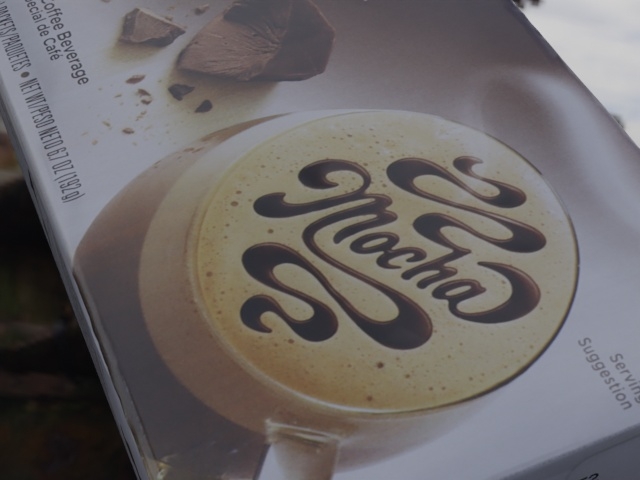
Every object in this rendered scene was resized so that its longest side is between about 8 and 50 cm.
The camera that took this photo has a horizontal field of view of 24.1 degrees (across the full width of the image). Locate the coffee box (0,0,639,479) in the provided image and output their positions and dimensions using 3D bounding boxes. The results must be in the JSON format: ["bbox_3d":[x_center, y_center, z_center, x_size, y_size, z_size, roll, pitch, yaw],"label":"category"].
[{"bbox_3d":[0.000,0.000,0.492,0.168,0.119,0.297,-20,46,-10],"label":"coffee box"}]
